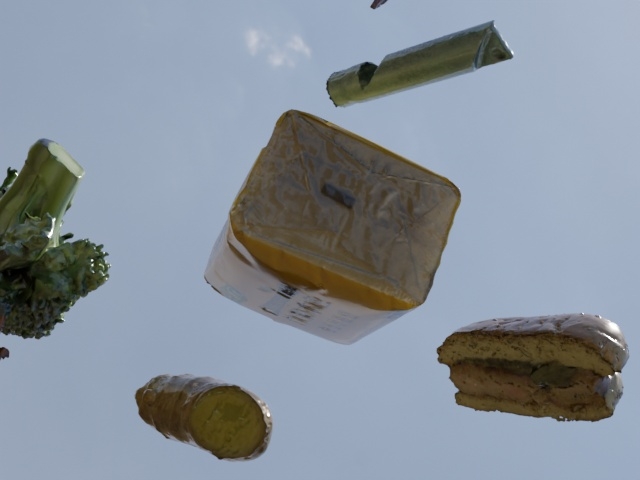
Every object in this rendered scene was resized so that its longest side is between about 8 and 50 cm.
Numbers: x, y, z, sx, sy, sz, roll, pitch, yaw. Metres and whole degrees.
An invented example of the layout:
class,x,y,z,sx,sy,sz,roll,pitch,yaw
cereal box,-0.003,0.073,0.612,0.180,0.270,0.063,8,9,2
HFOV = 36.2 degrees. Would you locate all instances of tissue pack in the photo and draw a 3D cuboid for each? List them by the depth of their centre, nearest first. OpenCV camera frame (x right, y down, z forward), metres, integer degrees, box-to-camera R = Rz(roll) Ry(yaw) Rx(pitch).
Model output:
class,x,y,z,sx,sy,sz,roll,pitch,yaw
tissue pack,0.000,0.000,1.481,0.293,0.228,0.382,23,-16,-6

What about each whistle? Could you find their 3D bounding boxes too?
class,x,y,z,sx,sy,sz,roll,pitch,yaw
whistle,0.135,-0.247,1.397,0.312,0.062,0.062,-8,-73,46

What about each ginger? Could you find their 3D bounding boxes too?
class,x,y,z,sx,sy,sz,roll,pitch,yaw
ginger,-0.181,0.290,1.616,0.190,0.126,0.354,25,-11,-27

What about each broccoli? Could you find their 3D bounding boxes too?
class,x,y,z,sx,sy,sz,roll,pitch,yaw
broccoli,-0.477,0.014,1.530,0.277,0.338,0.317,37,-54,-12

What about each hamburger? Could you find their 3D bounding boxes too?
class,x,y,z,sx,sy,sz,roll,pitch,yaw
hamburger,0.275,0.143,1.214,0.262,0.131,0.124,-2,-62,50

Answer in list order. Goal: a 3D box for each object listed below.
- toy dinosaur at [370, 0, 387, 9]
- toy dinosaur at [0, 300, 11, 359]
class,x,y,z,sx,sy,sz,roll,pitch,yaw
toy dinosaur,-0.014,-0.458,1.409,0.327,0.113,0.206,38,5,0
toy dinosaur,-0.464,0.155,1.346,0.055,0.154,0.049,10,-19,45
